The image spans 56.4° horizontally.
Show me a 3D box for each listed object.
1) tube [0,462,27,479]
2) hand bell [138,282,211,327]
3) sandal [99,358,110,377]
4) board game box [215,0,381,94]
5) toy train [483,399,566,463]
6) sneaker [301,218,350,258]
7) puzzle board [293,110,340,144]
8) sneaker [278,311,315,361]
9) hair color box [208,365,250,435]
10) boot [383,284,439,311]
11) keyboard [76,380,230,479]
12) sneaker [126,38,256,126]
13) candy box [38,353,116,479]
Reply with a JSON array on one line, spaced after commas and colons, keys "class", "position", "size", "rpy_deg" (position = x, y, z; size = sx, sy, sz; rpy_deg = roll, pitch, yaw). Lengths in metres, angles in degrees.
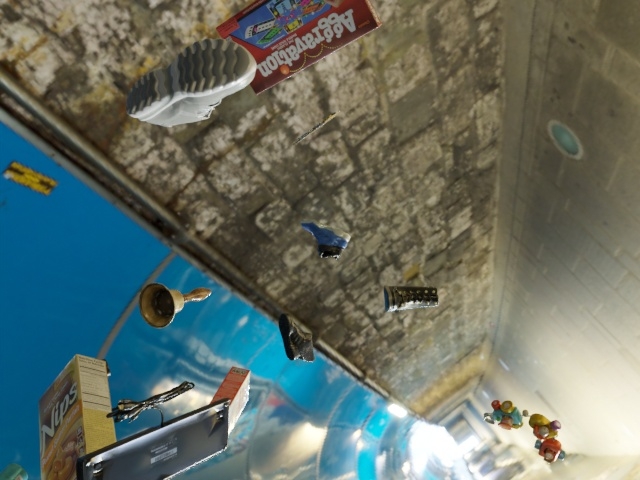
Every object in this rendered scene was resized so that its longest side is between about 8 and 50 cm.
[{"class": "tube", "position": [-0.688, 0.548, 1.215], "size": [0.080, 0.052, 0.207], "rpy_deg": [58, -155, -13]}, {"class": "hand bell", "position": [-0.399, 0.167, 1.738], "size": [0.126, 0.126, 0.242], "rpy_deg": [51, -158, 12]}, {"class": "sandal", "position": [-0.596, 0.361, 1.621], "size": [0.179, 0.040, 0.067], "rpy_deg": [-31, 80, 46]}, {"class": "board game box", "position": [-0.045, -0.385, 1.071], "size": [0.145, 0.281, 0.027], "rpy_deg": [57, -146, -19]}, {"class": "toy train", "position": [0.396, 0.375, 1.152], "size": [0.166, 0.046, 0.125], "rpy_deg": [23, 138, 17]}, {"class": "sneaker", "position": [0.000, 0.000, 1.624], "size": [0.152, 0.085, 0.058], "rpy_deg": [21, 171, 24]}, {"class": "puzzle board", "position": [-0.012, -0.311, 1.640], "size": [0.011, 0.128, 0.096], "rpy_deg": [55, -141, -7]}, {"class": "sneaker", "position": [-0.064, 0.278, 1.718], "size": [0.051, 0.089, 0.170], "rpy_deg": [1, 105, 47]}, {"class": "hair color box", "position": [-0.220, 0.388, 1.425], "size": [0.053, 0.093, 0.167], "rpy_deg": [11, -156, 10]}, {"class": "boot", "position": [0.300, 0.186, 1.966], "size": [0.236, 0.178, 0.085], "rpy_deg": [24, -117, -81]}, {"class": "keyboard", "position": [-0.297, 0.358, 1.107], "size": [0.033, 0.202, 0.317], "rpy_deg": [16, -162, 39]}, {"class": "sneaker", "position": [-0.219, -0.277, 1.080], "size": [0.115, 0.281, 0.105], "rpy_deg": [23, -115, -53]}, {"class": "candy box", "position": [-0.568, 0.446, 1.388], "size": [0.087, 0.183, 0.316], "rpy_deg": [29, -159, -41]}]
